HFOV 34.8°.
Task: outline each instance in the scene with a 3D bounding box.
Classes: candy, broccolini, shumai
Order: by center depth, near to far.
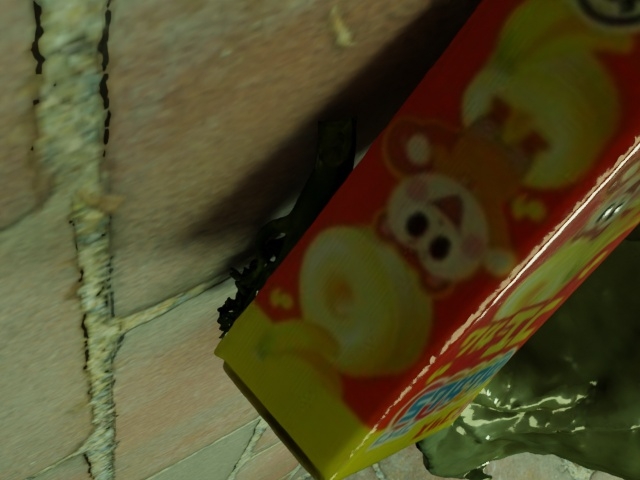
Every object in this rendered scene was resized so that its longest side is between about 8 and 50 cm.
[{"bbox_3d":[0.086,-0.019,0.465,0.276,0.088,0.146,-51,159,23],"label":"candy"},{"bbox_3d":[-0.011,-0.008,0.527,0.074,0.058,0.201,-39,156,-33],"label":"broccolini"},{"bbox_3d":[0.212,0.115,0.804,0.288,0.330,0.292,-41,-149,-17],"label":"shumai"}]
